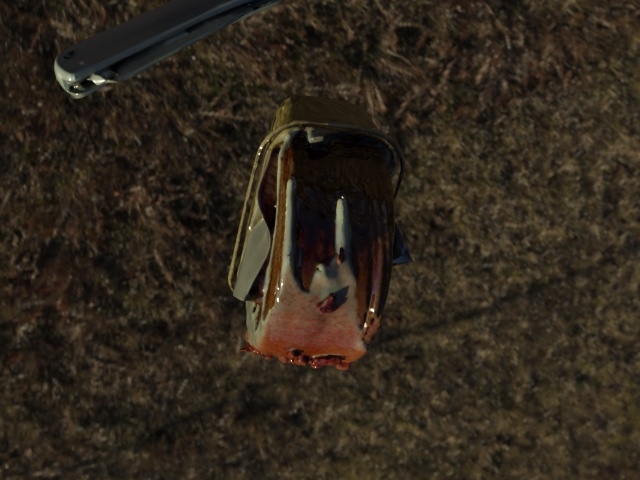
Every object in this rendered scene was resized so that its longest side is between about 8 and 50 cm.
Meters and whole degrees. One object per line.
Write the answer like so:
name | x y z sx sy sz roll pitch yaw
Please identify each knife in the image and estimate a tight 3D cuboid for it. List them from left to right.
knife | -0.145 -0.217 0.931 0.266 0.073 0.040 -30 132 -14

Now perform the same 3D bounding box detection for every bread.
bread | 0.000 0.000 0.780 0.143 0.211 0.224 6 133 -14
